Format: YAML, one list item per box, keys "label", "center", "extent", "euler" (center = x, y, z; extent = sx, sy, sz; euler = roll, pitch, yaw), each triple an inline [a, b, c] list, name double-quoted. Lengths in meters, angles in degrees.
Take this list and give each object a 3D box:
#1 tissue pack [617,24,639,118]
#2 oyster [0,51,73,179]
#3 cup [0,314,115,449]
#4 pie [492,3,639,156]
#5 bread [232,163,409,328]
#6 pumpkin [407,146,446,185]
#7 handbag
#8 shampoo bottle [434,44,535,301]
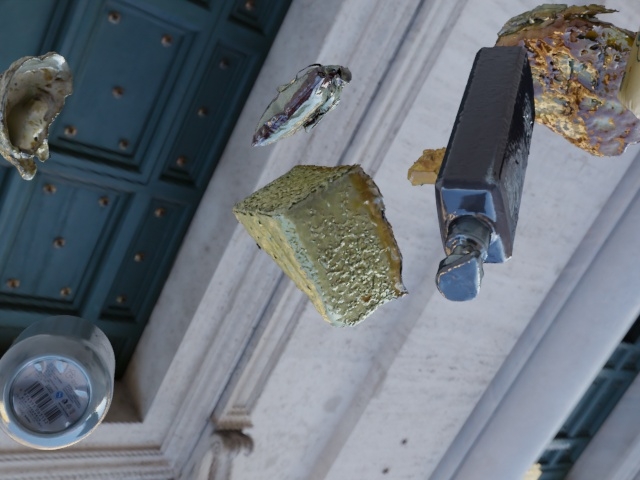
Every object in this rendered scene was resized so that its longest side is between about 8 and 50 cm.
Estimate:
- label: "tissue pack"
  center: [0.452, -0.249, 0.917]
  extent: [0.092, 0.196, 0.148]
  euler: [13, -157, 6]
- label: "oyster"
  center: [-0.223, -0.099, 0.565]
  extent: [0.038, 0.081, 0.083]
  euler: [1, -145, 36]
- label: "cup"
  center: [-0.473, 0.251, 1.316]
  extent: [0.205, 0.205, 0.312]
  euler: [23, 173, -16]
- label: "pie"
  center: [0.403, -0.260, 1.149]
  extent: [0.308, 0.085, 0.308]
  euler: [29, 161, 11]
- label: "bread"
  center: [0.000, 0.000, 1.580]
  extent: [0.248, 0.315, 0.279]
  euler: [-33, -148, -27]
- label: "pumpkin"
  center: [0.215, -0.135, 1.381]
  extent: [0.074, 0.054, 0.083]
  euler: [5, -138, 42]
- label: "handbag"
  center: [-0.047, -0.319, 1.695]
  extent: [0.127, 0.235, 0.213]
  euler: [49, -153, 0]
- label: "shampoo bottle"
  center: [0.153, -0.065, 0.688]
  extent: [0.071, 0.098, 0.309]
  euler: [4, -136, 22]
